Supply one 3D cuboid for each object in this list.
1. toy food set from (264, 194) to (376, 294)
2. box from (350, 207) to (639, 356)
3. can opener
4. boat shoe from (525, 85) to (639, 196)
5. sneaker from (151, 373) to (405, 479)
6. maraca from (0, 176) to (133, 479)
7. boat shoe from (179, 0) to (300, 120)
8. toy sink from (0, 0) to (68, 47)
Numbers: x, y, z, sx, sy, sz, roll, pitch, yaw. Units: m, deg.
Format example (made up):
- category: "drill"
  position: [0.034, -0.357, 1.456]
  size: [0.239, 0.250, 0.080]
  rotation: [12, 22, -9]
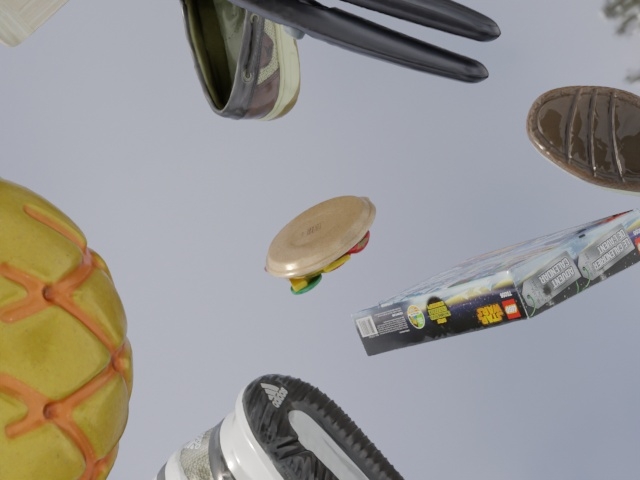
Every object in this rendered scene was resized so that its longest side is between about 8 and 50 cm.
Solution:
- category: "toy food set"
  position: [0.000, 0.000, 0.873]
  size: [0.082, 0.083, 0.020]
  rotation: [-31, -66, 1]
- category: "box"
  position: [0.091, 0.023, 0.701]
  size: [0.094, 0.137, 0.027]
  rotation: [-24, -88, -33]
- category: "can opener"
  position: [0.013, -0.133, 0.781]
  size: [0.186, 0.059, 0.073]
  rotation: [25, -147, 11]
- category: "boat shoe"
  position: [0.235, -0.056, 0.935]
  size: [0.190, 0.072, 0.068]
  rotation: [21, -87, 24]
- category: "sneaker"
  position: [0.020, 0.334, 1.022]
  size: [0.447, 0.257, 0.169]
  rotation: [49, -158, -2]
- category: "maraca"
  position: [-0.116, 0.065, 0.472]
  size: [0.099, 0.127, 0.186]
  rotation: [-6, -102, 14]
- category: "boat shoe"
  position: [-0.072, -0.197, 1.011]
  size: [0.073, 0.080, 0.224]
  rotation: [-15, -87, -57]
- category: "toy sink"
  position: [-0.200, -0.238, 0.668]
  size: [0.131, 0.153, 0.234]
  rotation: [-44, -47, -4]
